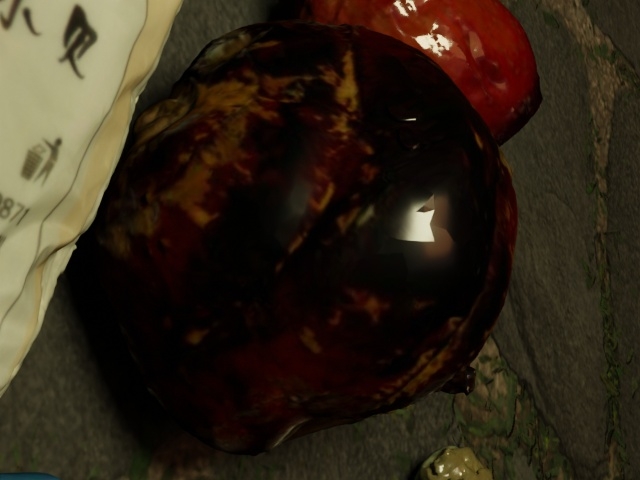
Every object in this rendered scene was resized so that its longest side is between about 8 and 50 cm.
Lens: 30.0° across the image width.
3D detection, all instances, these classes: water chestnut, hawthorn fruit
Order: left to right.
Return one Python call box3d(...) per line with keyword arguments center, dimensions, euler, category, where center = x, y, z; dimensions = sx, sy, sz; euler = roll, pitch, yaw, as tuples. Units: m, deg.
box3d(center=(0.000, 0.000, 0.774), dimensions=(0.244, 0.289, 0.289), euler=(89, 22, -49), category="water chestnut")
box3d(center=(0.054, -0.146, 0.926), dimensions=(0.251, 0.189, 0.189), euler=(39, 53, -36), category="hawthorn fruit")

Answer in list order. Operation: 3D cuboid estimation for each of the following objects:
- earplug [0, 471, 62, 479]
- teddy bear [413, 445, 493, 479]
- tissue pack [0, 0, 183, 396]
box3d(center=(-0.242, 0.162, 0.528), dimensions=(0.273, 0.132, 0.132), euler=(16, 69, -46), category="earplug")
box3d(center=(0.104, 0.307, 0.910), dimensions=(0.256, 0.156, 0.267), euler=(-8, 90, -51), category="teddy bear")
box3d(center=(-0.245, -0.094, 0.477), dimensions=(0.375, 0.195, 0.390), euler=(31, 84, -39), category="tissue pack")
